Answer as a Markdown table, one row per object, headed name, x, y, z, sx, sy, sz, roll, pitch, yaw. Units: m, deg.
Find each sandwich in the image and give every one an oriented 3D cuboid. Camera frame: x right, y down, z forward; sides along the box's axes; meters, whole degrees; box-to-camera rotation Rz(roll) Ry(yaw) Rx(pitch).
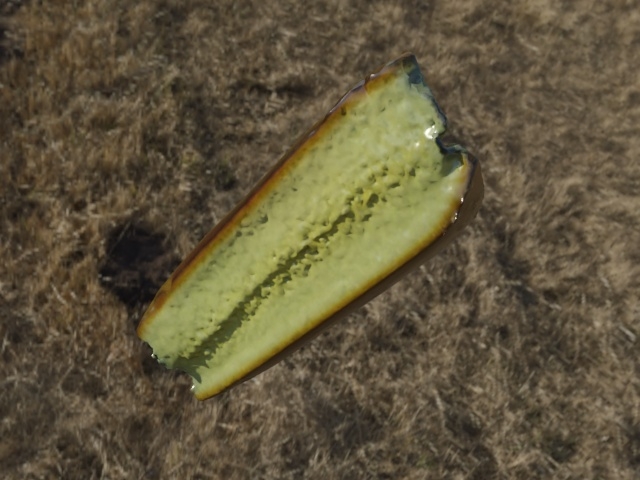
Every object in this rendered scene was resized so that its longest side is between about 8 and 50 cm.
| name | x | y | z | sx | sy | sz | roll | pitch | yaw |
| --- | --- | --- | --- | --- | --- | --- | --- | --- | --- |
| sandwich | 0.000 | 0.000 | 0.453 | 0.090 | 0.244 | 0.088 | 51 | 33 | 3 |
